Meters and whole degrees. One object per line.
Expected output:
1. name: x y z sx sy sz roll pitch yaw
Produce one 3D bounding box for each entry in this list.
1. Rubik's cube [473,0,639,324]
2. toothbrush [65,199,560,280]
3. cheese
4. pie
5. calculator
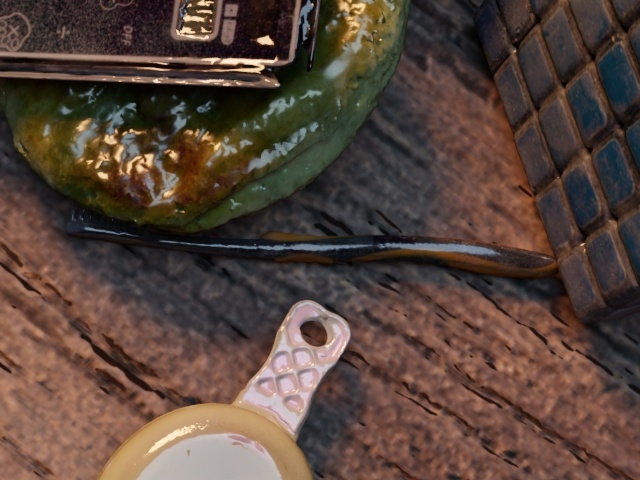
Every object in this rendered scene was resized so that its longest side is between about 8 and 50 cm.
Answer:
1. Rubik's cube: 0.260 -0.105 0.922 0.238 0.237 0.237 -14 78 -18
2. toothbrush: 0.000 0.003 0.963 0.321 0.023 0.031 7 81 -8
3. cheese: -0.050 0.137 0.899 0.137 0.064 0.227 31 71 -2
4. pie: -0.084 -0.142 0.934 0.277 0.078 0.277 -1 79 4
5. calculator: -0.129 -0.172 0.900 0.274 0.028 0.166 3 76 13
